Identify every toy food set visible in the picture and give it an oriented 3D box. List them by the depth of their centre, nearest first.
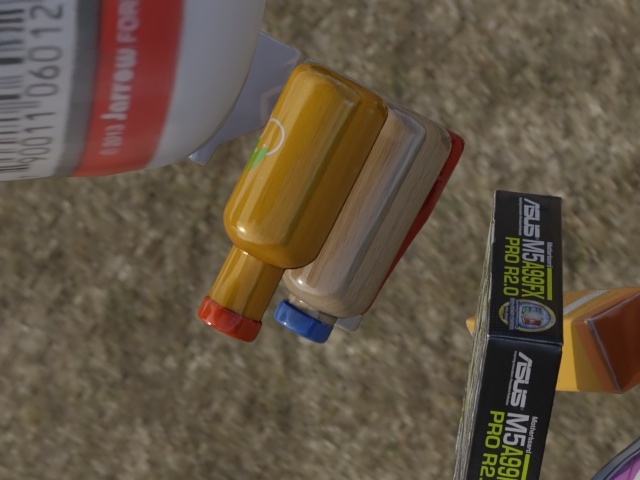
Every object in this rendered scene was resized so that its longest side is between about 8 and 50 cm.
[{"bbox_3d":[-0.016,-0.025,0.792,0.104,0.111,0.232,-63,23,5],"label":"toy food set"}]

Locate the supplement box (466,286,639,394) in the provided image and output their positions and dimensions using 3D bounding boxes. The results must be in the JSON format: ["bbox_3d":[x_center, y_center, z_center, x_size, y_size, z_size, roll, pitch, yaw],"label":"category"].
[{"bbox_3d":[0.229,0.092,1.725,0.080,0.078,0.233,-28,9,-24],"label":"supplement box"}]

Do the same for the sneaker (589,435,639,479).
[{"bbox_3d":[0.330,0.149,1.428,0.282,0.102,0.161,-49,11,-16],"label":"sneaker"}]

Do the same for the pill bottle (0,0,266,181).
[{"bbox_3d":[-0.206,-0.108,0.434,0.363,0.210,0.210,-5,54,-15],"label":"pill bottle"}]

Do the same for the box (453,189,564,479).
[{"bbox_3d":[0.149,0.128,1.507,0.060,0.270,0.216,8,32,3],"label":"box"}]
